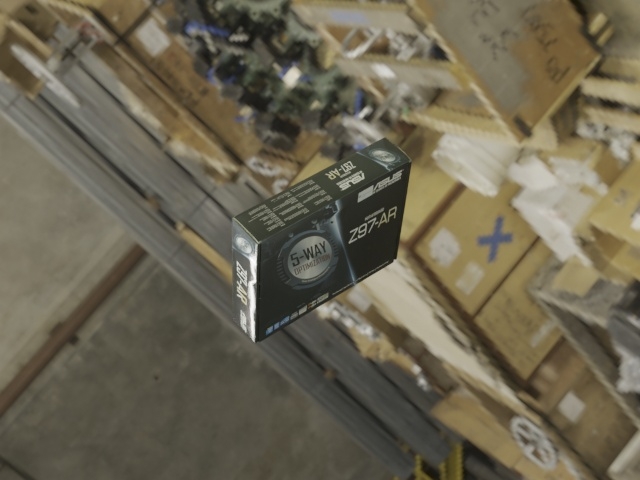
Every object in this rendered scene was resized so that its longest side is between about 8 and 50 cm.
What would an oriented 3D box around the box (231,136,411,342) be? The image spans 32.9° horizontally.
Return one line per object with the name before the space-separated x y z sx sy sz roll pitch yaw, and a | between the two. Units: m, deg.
box | 0.000 0.000 0.468 0.018 0.083 0.067 44 148 30
